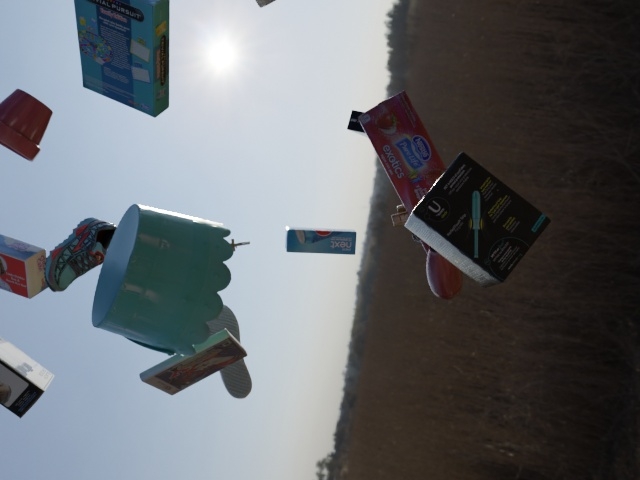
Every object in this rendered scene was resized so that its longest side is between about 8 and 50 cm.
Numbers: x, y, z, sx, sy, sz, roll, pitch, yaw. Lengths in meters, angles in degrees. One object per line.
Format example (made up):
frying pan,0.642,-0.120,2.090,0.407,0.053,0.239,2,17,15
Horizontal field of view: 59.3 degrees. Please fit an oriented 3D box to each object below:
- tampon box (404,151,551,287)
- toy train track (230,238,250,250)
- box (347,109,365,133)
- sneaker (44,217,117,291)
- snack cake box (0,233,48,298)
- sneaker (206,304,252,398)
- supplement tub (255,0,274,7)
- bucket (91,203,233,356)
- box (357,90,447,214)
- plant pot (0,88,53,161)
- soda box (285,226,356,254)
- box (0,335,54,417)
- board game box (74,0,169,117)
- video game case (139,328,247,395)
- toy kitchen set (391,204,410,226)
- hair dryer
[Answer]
tampon box,0.228,-0.027,0.837,0.120,0.161,0.101,-49,-8,-6
toy train track,-0.293,0.016,2.007,0.014,0.083,0.048,90,170,-71
box,0.216,-0.430,2.156,0.180,0.147,0.077,8,-80,-52
sneaker,-0.671,0.036,1.595,0.104,0.125,0.262,73,-149,-48
snack cake box,-1.021,0.071,1.815,0.089,0.264,0.152,-52,-24,-61
sneaker,-0.276,0.336,1.682,0.161,0.102,0.282,106,149,-74
supplement tub,-0.114,-0.618,1.357,0.071,0.107,0.071,62,-169,-21
bucket,-0.308,0.071,1.080,0.281,0.183,0.281,-39,41,43
box,0.200,-0.203,1.300,0.257,0.122,0.128,61,-168,-6
plant pot,-0.982,-0.384,1.837,0.180,0.201,0.201,-60,-10,-11
soda box,0.000,0.000,1.703,0.067,0.210,0.071,-128,40,-78
box,-0.833,0.311,1.428,0.087,0.290,0.169,-50,12,-11
board game box,-0.549,-0.545,1.570,0.079,0.254,0.336,-58,-12,-45
video game case,-0.273,0.274,1.246,0.023,0.201,0.183,60,173,24
toy kitchen set,0.244,-0.096,1.639,0.075,0.083,0.068,66,-170,-54
hair dryer,0.262,0.038,1.347,0.223,0.080,0.293,60,180,1
